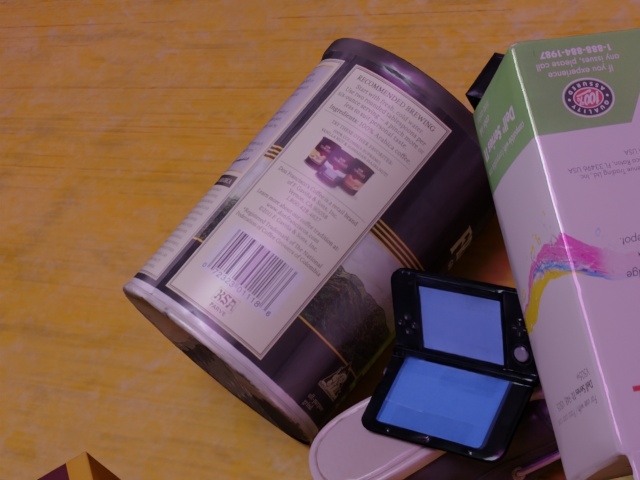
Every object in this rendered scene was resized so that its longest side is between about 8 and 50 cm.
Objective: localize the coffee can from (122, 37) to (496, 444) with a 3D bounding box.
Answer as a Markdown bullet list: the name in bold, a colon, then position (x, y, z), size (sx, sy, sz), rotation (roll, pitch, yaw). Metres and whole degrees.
- **coffee can**: position (0.000, 0.000, 1.161), size (0.201, 0.201, 0.275), rotation (30, 75, 42)

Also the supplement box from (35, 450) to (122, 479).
- **supplement box**: position (-0.212, 0.312, 1.098), size (0.194, 0.129, 0.191), rotation (-31, 46, 7)

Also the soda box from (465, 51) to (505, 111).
- **soda box**: position (0.212, -0.112, 1.218), size (0.169, 0.060, 0.053), rotation (21, 68, 40)

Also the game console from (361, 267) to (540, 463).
- **game console**: position (0.091, 0.087, 1.011), size (0.122, 0.107, 0.071), rotation (11, 28, 35)

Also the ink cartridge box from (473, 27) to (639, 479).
- **ink cartridge box**: position (0.247, 0.039, 0.933), size (0.207, 0.119, 0.353), rotation (-8, 72, -12)

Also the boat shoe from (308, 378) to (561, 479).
- **boat shoe**: position (0.153, 0.125, 1.063), size (0.335, 0.095, 0.112), rotation (-26, 43, 5)
